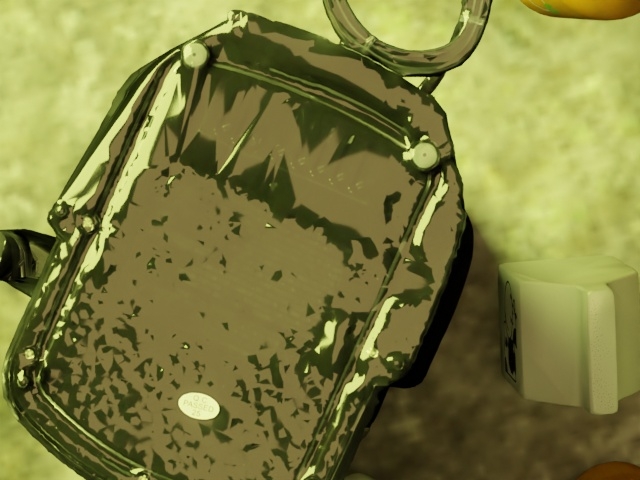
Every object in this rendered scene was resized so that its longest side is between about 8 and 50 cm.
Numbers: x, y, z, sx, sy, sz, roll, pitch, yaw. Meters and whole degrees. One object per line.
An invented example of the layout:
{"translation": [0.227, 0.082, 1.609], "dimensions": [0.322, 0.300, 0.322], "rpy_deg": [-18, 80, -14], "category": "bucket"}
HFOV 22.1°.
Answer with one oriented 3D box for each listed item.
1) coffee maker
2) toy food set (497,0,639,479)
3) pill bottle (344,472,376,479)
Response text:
{"translation": [0.000, 0.000, 0.503], "dimensions": [0.171, 0.178, 0.120], "rpy_deg": [-43, 85, 3], "category": "coffee maker"}
{"translation": [0.119, 0.007, 0.509], "dimensions": [0.111, 0.104, 0.232], "rpy_deg": [-3, 99, -5], "category": "toy food set"}
{"translation": [-0.032, 0.172, 0.529], "dimensions": [0.193, 0.108, 0.108], "rpy_deg": [-37, 84, 1], "category": "pill bottle"}
